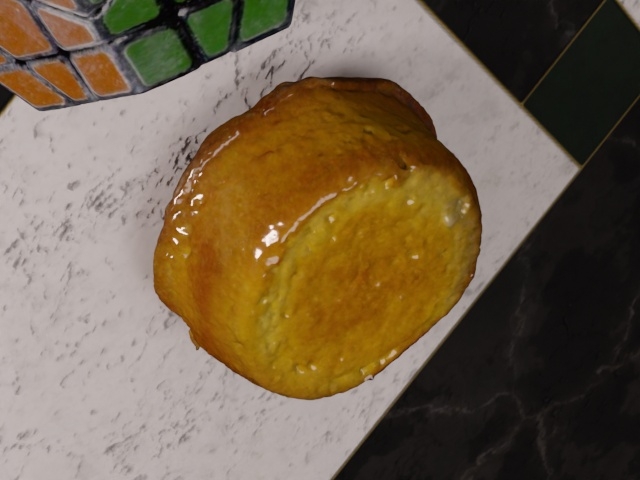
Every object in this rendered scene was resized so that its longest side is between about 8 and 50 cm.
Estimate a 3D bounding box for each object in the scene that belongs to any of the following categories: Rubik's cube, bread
[{"bbox_3d":[-0.148,-0.242,1.041,0.264,0.319,0.319,4,119,-11],"label":"Rubik's cube"},{"bbox_3d":[0.003,-0.005,1.399,0.312,0.172,0.312,-22,133,-26],"label":"bread"}]
